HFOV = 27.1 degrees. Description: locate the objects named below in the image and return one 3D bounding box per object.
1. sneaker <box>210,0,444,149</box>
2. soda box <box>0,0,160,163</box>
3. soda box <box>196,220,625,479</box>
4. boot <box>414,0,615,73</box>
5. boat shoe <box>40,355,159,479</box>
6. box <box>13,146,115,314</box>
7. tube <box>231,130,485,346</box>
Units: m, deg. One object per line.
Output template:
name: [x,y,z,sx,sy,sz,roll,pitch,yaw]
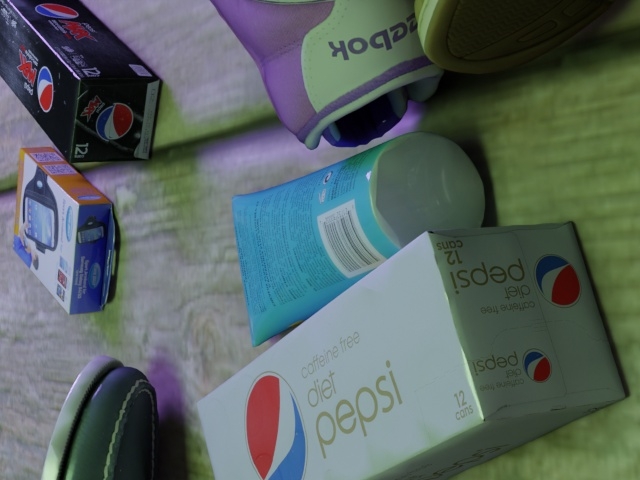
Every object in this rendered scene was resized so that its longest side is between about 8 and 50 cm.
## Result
sneaker: [-0.028,-0.119,0.594,0.161,0.102,0.282,67,173,-20]
soda box: [-0.163,-0.110,0.859,0.169,0.053,0.060,45,131,48]
soda box: [0.025,0.067,0.554,0.216,0.069,0.074,-41,59,54]
boot: [0.067,-0.181,0.448,0.165,0.077,0.213,60,137,37]
boat shoe: [-0.111,0.231,0.806,0.099,0.116,0.320,3,89,16]
box: [-0.179,-0.006,0.925,0.136,0.028,0.081,38,125,53]
tube: [0.000,0.000,0.613,0.207,0.052,0.080,159,109,-63]
